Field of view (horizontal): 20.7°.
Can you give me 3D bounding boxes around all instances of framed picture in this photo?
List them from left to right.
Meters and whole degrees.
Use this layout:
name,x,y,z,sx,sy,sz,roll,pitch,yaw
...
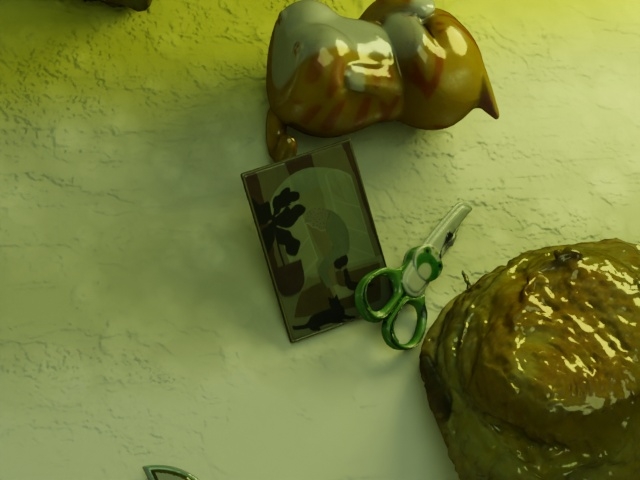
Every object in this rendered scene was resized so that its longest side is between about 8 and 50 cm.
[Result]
name,x,y,z,sx,sy,sz,roll,pitch,yaw
framed picture,0.000,0.000,1.987,0.136,0.010,0.201,-19,99,-17

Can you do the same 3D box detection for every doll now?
name,x,y,z,sx,sy,sz,roll,pitch,yaw
doll,0.064,-0.198,2.043,0.270,0.162,0.166,-8,41,-9

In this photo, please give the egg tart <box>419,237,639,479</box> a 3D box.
name,x,y,z,sx,sy,sz,roll,pitch,yaw
egg tart,0.264,0.126,1.918,0.351,0.153,0.339,-35,56,-15

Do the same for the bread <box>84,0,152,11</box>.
name,x,y,z,sx,sy,sz,roll,pitch,yaw
bread,-0.258,-0.495,2.039,0.239,0.264,0.395,15,68,-1

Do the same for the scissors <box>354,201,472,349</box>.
name,x,y,z,sx,sy,sz,roll,pitch,yaw
scissors,0.116,0.029,2.024,0.101,0.027,0.204,49,58,-22

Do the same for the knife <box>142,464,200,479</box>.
name,x,y,z,sx,sy,sz,roll,pitch,yaw
knife,-0.076,0.368,1.865,0.061,0.027,0.343,-35,79,-17
